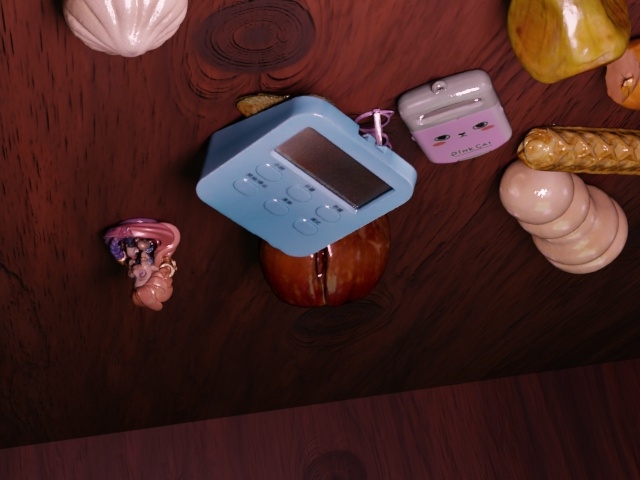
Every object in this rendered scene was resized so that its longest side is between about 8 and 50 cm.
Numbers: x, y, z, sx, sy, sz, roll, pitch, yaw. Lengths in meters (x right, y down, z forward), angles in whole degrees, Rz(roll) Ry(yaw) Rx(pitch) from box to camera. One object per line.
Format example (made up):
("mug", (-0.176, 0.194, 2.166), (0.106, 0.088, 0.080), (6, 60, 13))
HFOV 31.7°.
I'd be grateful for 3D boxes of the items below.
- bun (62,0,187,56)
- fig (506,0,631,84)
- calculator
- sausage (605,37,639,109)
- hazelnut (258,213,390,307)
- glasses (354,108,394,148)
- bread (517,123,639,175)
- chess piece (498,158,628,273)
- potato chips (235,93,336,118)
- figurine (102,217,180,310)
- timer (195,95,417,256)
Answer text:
("bun", (-0.208, -0.242, 1.220), (0.138, 0.094, 0.138), (-13, 158, -5))
("fig", (0.292, -0.270, 1.344), (0.154, 0.144, 0.166), (-46, 132, -1))
("calculator", (0.200, -0.180, 1.661), (0.141, 0.045, 0.246), (-17, 158, 13))
("sausage", (0.566, -0.245, 1.606), (0.328, 0.112, 0.112), (-7, 159, -17))
("hazelnut", (0.000, 0.000, 1.851), (0.234, 0.218, 0.218), (-17, 170, -46))
("glasses", (0.086, -0.121, 1.671), (0.062, 0.104, 0.140), (-9, 156, -2))
("bread", (0.482, -0.145, 1.854), (0.367, 0.077, 0.084), (-1, 156, -27))
("chess piece", (0.412, -0.054, 1.960), (0.167, 0.167, 0.300), (-21, 153, 25))
("potato chips", (-0.040, -0.169, 1.596), (0.209, 0.026, 0.142), (3, 152, -39))
("figurine", (-0.279, 0.035, 1.849), (0.126, 0.157, 0.114), (-31, 174, 31))
("timer", (-0.019, -0.087, 1.583), (0.232, 0.091, 0.250), (34, 144, -31))
